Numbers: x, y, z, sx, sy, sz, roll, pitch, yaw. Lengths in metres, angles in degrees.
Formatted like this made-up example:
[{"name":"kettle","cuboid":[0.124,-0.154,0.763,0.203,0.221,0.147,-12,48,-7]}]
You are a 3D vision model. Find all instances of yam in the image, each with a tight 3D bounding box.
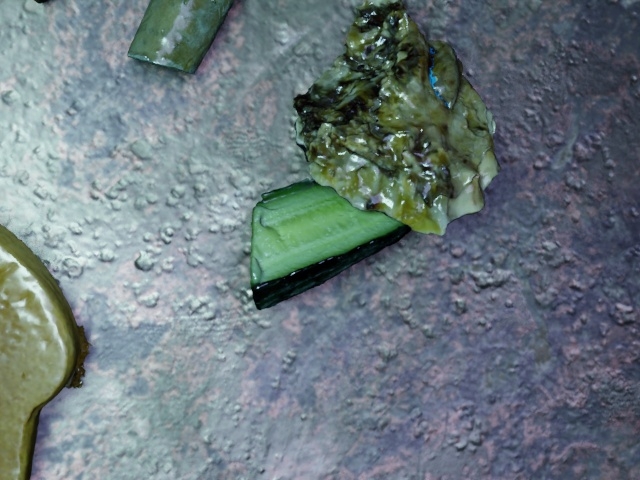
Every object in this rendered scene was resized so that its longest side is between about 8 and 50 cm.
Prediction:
[{"name":"yam","cuboid":[-0.121,-0.243,1.286,0.078,0.078,0.179,26,81,-8]}]

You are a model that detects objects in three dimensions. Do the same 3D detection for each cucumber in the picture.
[{"name":"cucumber","cuboid":[0.000,0.000,1.288,0.193,0.086,0.115,-26,46,-16]}]

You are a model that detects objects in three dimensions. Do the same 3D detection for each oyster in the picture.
[{"name":"oyster","cuboid":[0.083,-0.120,1.284,0.223,0.083,0.214,29,68,11]}]

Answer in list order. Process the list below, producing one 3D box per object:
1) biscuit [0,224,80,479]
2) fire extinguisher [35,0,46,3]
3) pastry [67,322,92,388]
[{"name":"biscuit","cuboid":[-0.365,0.152,1.188,0.344,0.057,0.287,-40,90,3]},{"name":"fire extinguisher","cuboid":[-0.343,-0.318,1.257,0.231,0.071,0.099,39,107,-5]},{"name":"pastry","cuboid":[-0.287,0.092,1.237,0.140,0.056,0.080,12,91,-9]}]
